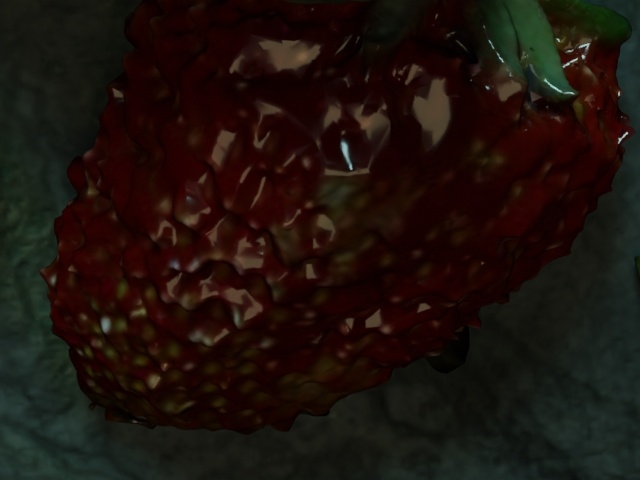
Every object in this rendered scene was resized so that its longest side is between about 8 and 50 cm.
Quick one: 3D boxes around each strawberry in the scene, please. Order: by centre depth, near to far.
[{"bbox_3d":[0.000,0.000,0.738,0.234,0.137,0.306,22,111,-13],"label":"strawberry"}]

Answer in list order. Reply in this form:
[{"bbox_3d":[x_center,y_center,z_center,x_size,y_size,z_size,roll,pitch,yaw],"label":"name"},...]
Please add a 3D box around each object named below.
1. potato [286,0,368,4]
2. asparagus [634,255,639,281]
[{"bbox_3d":[-0.057,-0.208,0.623,0.264,0.211,0.189,2,117,10],"label":"potato"},{"bbox_3d":[0.205,0.122,0.809,0.024,0.025,0.248,-19,90,-30],"label":"asparagus"}]
